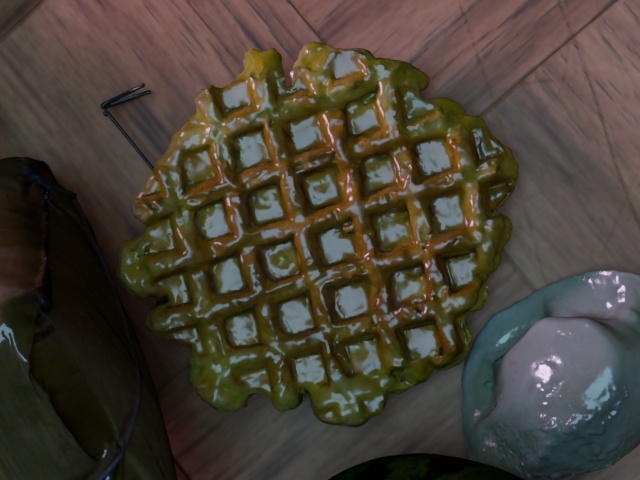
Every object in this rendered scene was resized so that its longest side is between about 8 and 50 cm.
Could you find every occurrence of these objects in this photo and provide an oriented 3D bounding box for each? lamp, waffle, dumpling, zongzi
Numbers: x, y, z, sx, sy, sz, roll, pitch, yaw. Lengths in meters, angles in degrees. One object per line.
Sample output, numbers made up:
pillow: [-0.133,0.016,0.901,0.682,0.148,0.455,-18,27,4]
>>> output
lamp: [-0.144,-0.074,1.212,0.054,0.041,0.121,-25,88,18]
waffle: [0.000,0.000,1.152,0.302,0.068,0.325,29,94,3]
dumpling: [0.197,0.108,1.107,0.219,0.108,0.152,-42,83,5]
zongzi: [-0.200,0.140,1.129,0.174,0.356,0.393,-27,118,4]

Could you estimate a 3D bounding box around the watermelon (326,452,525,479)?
watermelon: [0.080,0.296,1.031,0.285,0.285,0.285,0,89,11]
